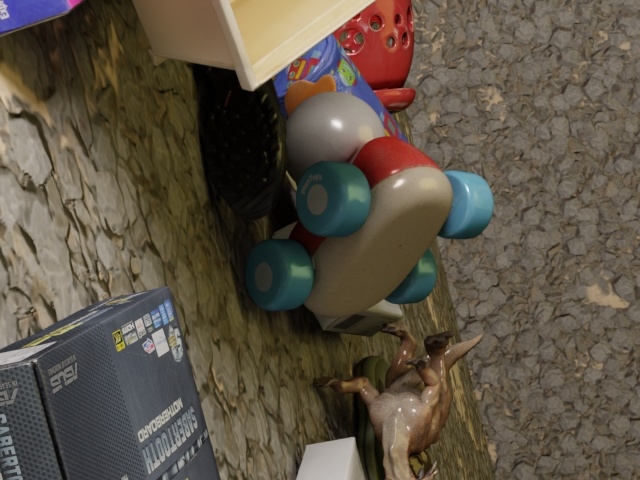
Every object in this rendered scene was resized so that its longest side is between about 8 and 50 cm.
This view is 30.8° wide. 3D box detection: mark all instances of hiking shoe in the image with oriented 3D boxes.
[{"bbox_3d":[-0.066,-0.116,1.186,0.114,0.086,0.227,47,31,-61],"label":"hiking shoe"}]

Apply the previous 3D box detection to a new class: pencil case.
[{"bbox_3d":[0.033,-0.128,1.470,0.306,0.133,0.119,51,42,-37],"label":"pencil case"}]

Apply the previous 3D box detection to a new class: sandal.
[{"bbox_3d":[0.100,0.274,1.518,0.120,0.086,0.303,62,18,-49],"label":"sandal"}]

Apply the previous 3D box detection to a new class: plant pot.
[{"bbox_3d":[0.036,-0.252,1.582,0.191,0.191,0.174,-16,99,-78],"label":"plant pot"}]

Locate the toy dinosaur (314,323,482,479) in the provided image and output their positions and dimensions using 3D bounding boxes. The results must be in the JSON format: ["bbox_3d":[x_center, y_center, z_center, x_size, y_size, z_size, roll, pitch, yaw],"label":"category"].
[{"bbox_3d":[0.110,0.221,1.412,0.295,0.127,0.200,-37,117,-53],"label":"toy dinosaur"}]

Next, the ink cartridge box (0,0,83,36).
[{"bbox_3d":[-0.199,-0.254,0.797,0.371,0.069,0.176,-71,146,-64],"label":"ink cartridge box"}]

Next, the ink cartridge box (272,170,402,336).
[{"bbox_3d":[0.000,0.000,1.439,0.239,0.060,0.275,60,9,12],"label":"ink cartridge box"}]

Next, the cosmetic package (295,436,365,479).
[{"bbox_3d":[0.005,0.291,1.121,0.239,0.060,0.099,-66,145,-70],"label":"cosmetic package"}]

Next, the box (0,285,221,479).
[{"bbox_3d":[-0.125,0.137,0.697,0.232,0.059,0.183,-32,109,-77],"label":"box"}]

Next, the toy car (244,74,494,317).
[{"bbox_3d":[0.016,-0.063,1.231,0.219,0.210,0.238,0,47,-41],"label":"toy car"}]

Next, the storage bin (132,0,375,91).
[{"bbox_3d":[-0.039,-0.288,0.812,0.260,0.123,0.262,-41,126,-30],"label":"storage bin"}]
